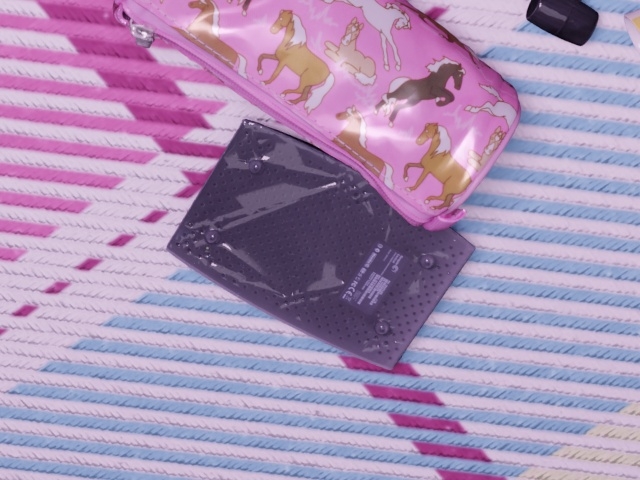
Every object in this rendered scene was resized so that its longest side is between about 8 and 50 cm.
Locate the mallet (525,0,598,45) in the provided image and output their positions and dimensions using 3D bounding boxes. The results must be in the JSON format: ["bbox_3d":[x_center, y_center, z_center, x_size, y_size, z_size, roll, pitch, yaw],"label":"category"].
[{"bbox_3d":[0.262,-0.262,1.548,0.062,0.039,0.189,33,105,-13],"label":"mallet"}]

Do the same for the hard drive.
[{"bbox_3d":[0.000,0.000,1.647,0.255,0.054,0.172,28,110,-12],"label":"hard drive"}]

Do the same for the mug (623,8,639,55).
[{"bbox_3d":[0.321,-0.187,1.560,0.064,0.078,0.062,-28,142,2],"label":"mug"}]

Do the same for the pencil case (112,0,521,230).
[{"bbox_3d":[-0.003,-0.168,1.519,0.386,0.160,0.167,33,109,-14],"label":"pencil case"}]
